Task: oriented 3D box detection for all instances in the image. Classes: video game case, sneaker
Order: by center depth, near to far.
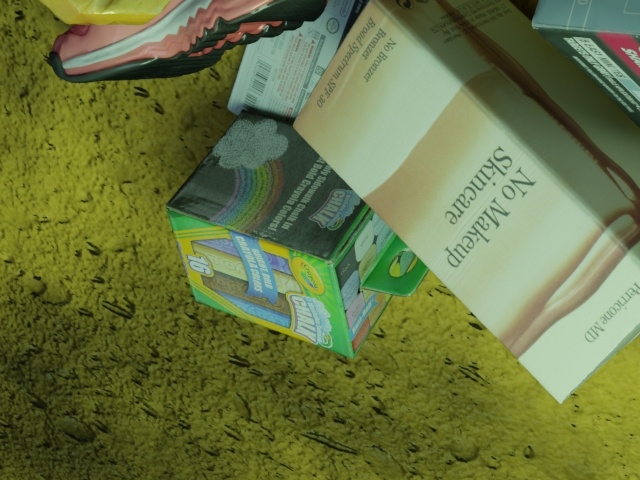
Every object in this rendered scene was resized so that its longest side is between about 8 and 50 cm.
[{"bbox_3d":[-0.118,-0.216,1.253,0.314,0.116,0.136,-14,87,45],"label":"sneaker"},{"bbox_3d":[0.020,-0.143,1.265,0.173,0.022,0.190,30,133,8],"label":"video game case"}]

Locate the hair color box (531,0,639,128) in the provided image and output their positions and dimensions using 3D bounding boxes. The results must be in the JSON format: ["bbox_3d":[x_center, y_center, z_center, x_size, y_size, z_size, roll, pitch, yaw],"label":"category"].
[{"bbox_3d":[0.341,-0.126,0.912,0.374,0.113,0.185,11,168,39],"label":"hair color box"}]

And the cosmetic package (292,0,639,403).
[{"bbox_3d":[0.140,-0.047,1.114,0.296,0.129,0.153,45,133,13],"label":"cosmetic package"}]

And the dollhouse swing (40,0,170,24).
[{"bbox_3d":[-0.096,-0.362,0.924,0.347,0.305,0.315,42,139,-17],"label":"dollhouse swing"}]

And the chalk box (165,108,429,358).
[{"bbox_3d":[0.000,0.000,1.285,0.213,0.132,0.132,20,145,24],"label":"chalk box"}]
